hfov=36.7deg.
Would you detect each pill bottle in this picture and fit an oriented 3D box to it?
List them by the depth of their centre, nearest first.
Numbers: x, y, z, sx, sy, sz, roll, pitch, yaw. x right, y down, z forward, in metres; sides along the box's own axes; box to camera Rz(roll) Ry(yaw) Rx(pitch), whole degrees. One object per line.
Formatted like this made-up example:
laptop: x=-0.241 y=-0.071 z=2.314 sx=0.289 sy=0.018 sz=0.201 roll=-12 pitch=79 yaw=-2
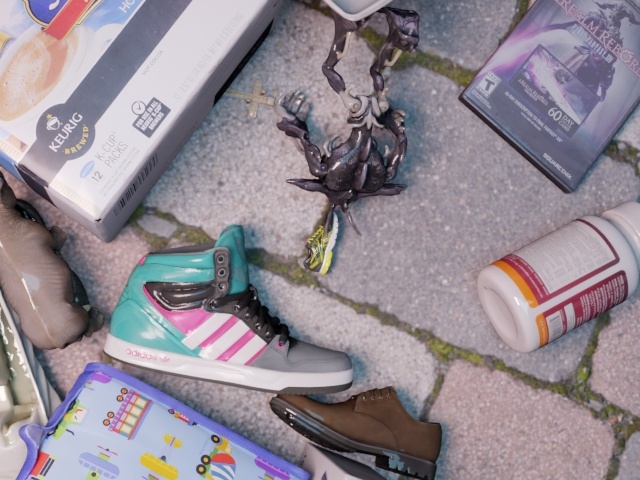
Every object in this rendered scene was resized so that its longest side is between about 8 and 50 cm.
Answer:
pill bottle: x=0.318 y=0.042 z=1.213 sx=0.221 sy=0.121 sz=0.121 roll=-26 pitch=92 yaw=-12

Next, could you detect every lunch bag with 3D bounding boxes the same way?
lunch bag: x=-0.195 y=0.281 z=1.032 sx=0.293 sy=0.138 sz=0.221 roll=37 pitch=57 yaw=-15

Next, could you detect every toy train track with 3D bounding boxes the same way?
toy train track: x=-0.097 y=-0.181 z=1.199 sx=0.083 sy=0.014 sz=0.048 roll=11 pitch=84 yaw=-10

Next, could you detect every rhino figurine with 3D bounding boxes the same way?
rhino figurine: x=-0.321 y=0.011 z=1.047 sx=0.073 sy=0.106 sz=0.243 roll=-24 pitch=100 yaw=8

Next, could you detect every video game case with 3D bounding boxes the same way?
video game case: x=0.338 y=-0.228 z=1.283 sx=0.196 sy=0.026 sz=0.274 roll=40 pitch=81 yaw=-7

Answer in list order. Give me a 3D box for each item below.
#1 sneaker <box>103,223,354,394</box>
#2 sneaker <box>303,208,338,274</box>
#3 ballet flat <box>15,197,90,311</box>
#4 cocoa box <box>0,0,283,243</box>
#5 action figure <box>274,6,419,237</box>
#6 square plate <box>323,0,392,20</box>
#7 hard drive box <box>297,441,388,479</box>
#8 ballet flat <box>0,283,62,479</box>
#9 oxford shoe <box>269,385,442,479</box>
sneaker: x=-0.092 y=0.073 z=1.135 sx=0.295 sy=0.124 sz=0.178 roll=11 pitch=94 yaw=-9
sneaker: x=0.000 y=0.000 z=1.197 sx=0.035 sy=0.031 sz=0.083 roll=11 pitch=84 yaw=-10
ballet flat: x=-0.323 y=0.031 z=1.122 sx=0.057 sy=0.049 sz=0.173 roll=-31 pitch=93 yaw=-11
cocoa box: x=-0.227 y=-0.207 z=1.062 sx=0.228 sy=0.231 sz=0.347 roll=36 pitch=81 yaw=-4
action figure: x=0.038 y=-0.149 z=1.166 sx=0.164 sy=0.141 sz=0.276 roll=4 pitch=112 yaw=-19
square plate: x=0.038 y=-0.421 z=1.141 sx=0.344 sy=0.049 sz=0.347 roll=-36 pitch=71 yaw=-27
hard drive box: x=0.011 y=0.340 z=1.077 sx=0.089 sy=0.232 sz=0.181 roll=23 pitch=82 yaw=-8
ballet flat: x=-0.364 y=0.168 z=1.063 sx=0.139 sy=0.139 sz=0.400 roll=-16 pitch=90 yaw=-12
oxford shoe: x=0.045 y=0.215 z=1.175 sx=0.227 sy=0.083 sz=0.096 roll=23 pitch=75 yaw=-18
